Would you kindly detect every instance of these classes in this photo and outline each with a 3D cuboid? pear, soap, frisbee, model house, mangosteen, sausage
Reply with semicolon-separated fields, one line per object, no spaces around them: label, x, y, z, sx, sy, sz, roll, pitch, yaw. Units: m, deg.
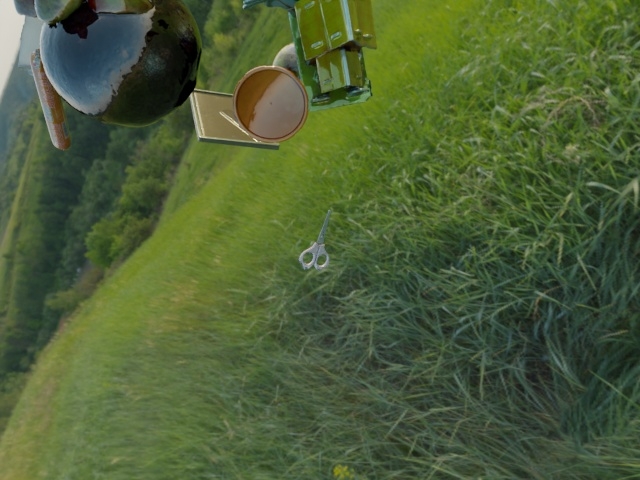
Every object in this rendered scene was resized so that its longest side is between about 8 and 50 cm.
pear;-0.061;-0.673;1.979;0.283;0.283;0.284;-28;53;44
soap;-0.749;-0.544;1.471;0.302;0.158;0.258;80;-174;-75
frisbee;-0.125;-0.342;1.227;0.192;0.191;0.035;-55;18;21
model house;-0.014;-0.520;1.298;0.323;0.339;0.301;-139;38;-80
mangosteen;-0.494;-0.473;1.144;0.381;0.435;0.383;-10;65;23
sausage;-0.732;-0.369;1.331;0.348;0.053;0.053;112;155;-53

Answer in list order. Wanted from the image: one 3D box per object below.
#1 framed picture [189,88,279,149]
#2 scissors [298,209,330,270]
framed picture;-0.271;-0.376;1.492;0.324;0.240;0.020;-114;35;-44
scissors;0.000;0.000;1.438;0.015;0.100;0.189;35;111;61
